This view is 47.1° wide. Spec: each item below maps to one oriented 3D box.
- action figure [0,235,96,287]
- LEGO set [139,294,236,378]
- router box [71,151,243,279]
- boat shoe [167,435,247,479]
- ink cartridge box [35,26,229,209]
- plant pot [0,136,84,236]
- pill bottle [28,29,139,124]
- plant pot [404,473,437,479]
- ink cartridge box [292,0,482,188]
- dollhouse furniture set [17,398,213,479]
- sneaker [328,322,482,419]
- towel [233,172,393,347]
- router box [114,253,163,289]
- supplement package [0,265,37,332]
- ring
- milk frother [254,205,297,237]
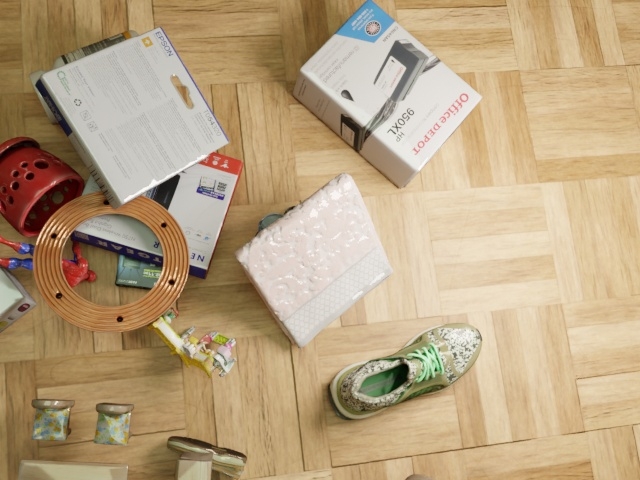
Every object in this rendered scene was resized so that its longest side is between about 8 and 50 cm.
[{"bbox_3d":[-0.643,0.027,1.687,0.091,0.280,0.139,-50,47,10],"label":"action figure"},{"bbox_3d":[-0.304,0.216,1.734,0.287,0.132,0.107,31,56,22],"label":"LEGO set"},{"bbox_3d":[-0.389,-0.098,1.777,0.335,0.082,0.301,17,67,-5],"label":"router box"},{"bbox_3d":[-0.268,0.508,1.695,0.190,0.068,0.072,19,87,-5],"label":"boat shoe"},{"bbox_3d":[-0.423,-0.288,1.694,0.330,0.071,0.324,-36,100,-36],"label":"ink cartridge box"},{"bbox_3d":[-0.680,-0.129,1.707,0.174,0.191,0.191,39,75,8],"label":"plant pot"},{"bbox_3d":[-0.551,-0.395,1.797,0.278,0.162,0.162,-26,83,-13],"label":"pill bottle"},{"bbox_3d":[0.215,0.664,1.658,0.263,0.263,0.229,36,58,0],"label":"plant pot"},{"bbox_3d":[0.171,-0.376,1.906,0.395,0.166,0.285,41,75,1],"label":"ink cartridge box"},{"bbox_3d":[-0.425,0.520,1.501,0.394,0.256,0.362,5,79,-7],"label":"dollhouse furniture set"},{"bbox_3d":[0.224,0.314,1.754,0.410,0.182,0.158,-24,82,-14],"label":"sneaker"},{"bbox_3d":[-0.002,0.052,1.757,0.332,0.053,0.317,-37,121,-15],"label":"towel"},{"bbox_3d":[-0.429,0.070,1.777,0.122,0.038,0.092,7,76,-8],"label":"router box"},{"bbox_3d":[-0.818,0.142,1.644,0.262,0.145,0.204,-40,86,-14],"label":"supplement package"},{"bbox_3d":[-0.463,0.045,1.640,0.336,0.032,0.337,4,69,-12],"label":"ring"},{"bbox_3d":[-0.091,-0.035,1.805,0.129,0.135,0.143,10,76,-8],"label":"milk frother"}]
